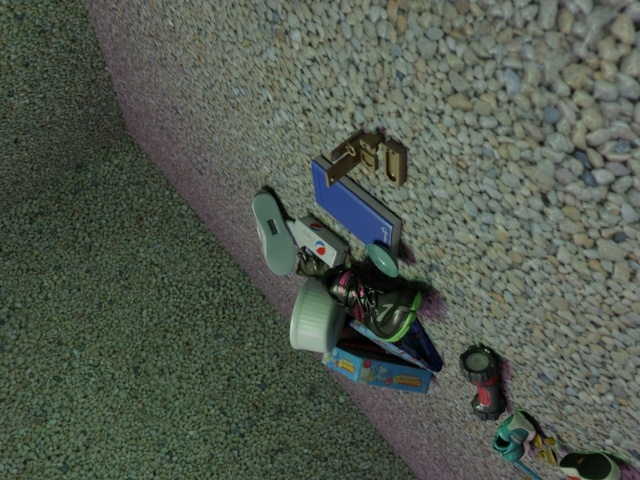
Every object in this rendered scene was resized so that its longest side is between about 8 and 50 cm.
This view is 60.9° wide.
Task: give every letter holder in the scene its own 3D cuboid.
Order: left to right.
[{"bbox_3d":[0.139,0.384,2.265,0.302,0.214,0.152,69,-173,-46],"label":"letter holder"}]

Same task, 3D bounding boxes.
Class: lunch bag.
[{"bbox_3d":[0.280,0.353,1.887,0.293,0.138,0.221,49,162,-24],"label":"lunch bag"}]

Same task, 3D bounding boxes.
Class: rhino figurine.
[{"bbox_3d":[-0.001,0.091,2.012,0.243,0.073,0.106,14,133,56],"label":"rhino figurine"}]

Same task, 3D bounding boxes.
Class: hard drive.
[{"bbox_3d":[0.099,-0.085,1.573,0.319,0.040,0.210,42,160,26],"label":"hard drive"}]

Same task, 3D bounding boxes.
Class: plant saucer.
[{"bbox_3d":[0.181,0.051,1.536,0.119,0.021,0.119,44,161,19],"label":"plant saucer"}]

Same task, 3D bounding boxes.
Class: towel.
[{"bbox_3d":[-0.017,0.027,2.087,0.285,0.034,0.209,22,144,53],"label":"towel"}]

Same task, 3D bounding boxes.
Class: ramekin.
[{"bbox_3d":[0.001,0.282,2.013,0.135,0.277,0.277,13,148,17],"label":"ramekin"}]

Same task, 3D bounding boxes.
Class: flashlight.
[{"bbox_3d":[0.468,0.427,1.584,0.103,0.103,0.304,33,154,41],"label":"flashlight"}]

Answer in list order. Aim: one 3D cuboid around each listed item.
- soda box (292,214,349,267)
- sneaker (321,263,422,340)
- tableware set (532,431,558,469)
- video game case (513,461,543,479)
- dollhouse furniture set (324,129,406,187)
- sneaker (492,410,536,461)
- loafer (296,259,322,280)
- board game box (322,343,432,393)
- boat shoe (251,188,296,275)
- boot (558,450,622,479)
[{"bbox_3d":[0.000,0.000,1.895,0.216,0.069,0.074,40,129,33],"label":"soda box"},{"bbox_3d":[0.139,0.184,1.710,0.202,0.185,0.483,30,170,-24],"label":"sneaker"},{"bbox_3d":[0.646,0.596,1.560,0.154,0.024,0.104,76,180,-59],"label":"tableware set"},{"bbox_3d":[0.728,0.838,1.901,0.119,0.015,0.166,35,156,42],"label":"video game case"},{"bbox_3d":[0.102,-0.168,1.270,0.151,0.123,0.144,41,160,29],"label":"dollhouse furniture set"},{"bbox_3d":[0.569,0.606,1.659,0.107,0.110,0.275,55,167,40],"label":"sneaker"},{"bbox_3d":[-0.006,0.158,2.166,0.220,0.078,0.080,32,172,-6],"label":"loafer"},{"bbox_3d":[0.207,0.481,2.068,0.308,0.086,0.302,15,176,-23],"label":"board game box"},{"bbox_3d":[-0.200,-0.041,2.211,0.156,0.136,0.367,-117,7,-66],"label":"boat shoe"},{"bbox_3d":[0.733,0.632,1.381,0.176,0.088,0.244,47,170,12],"label":"boot"}]
